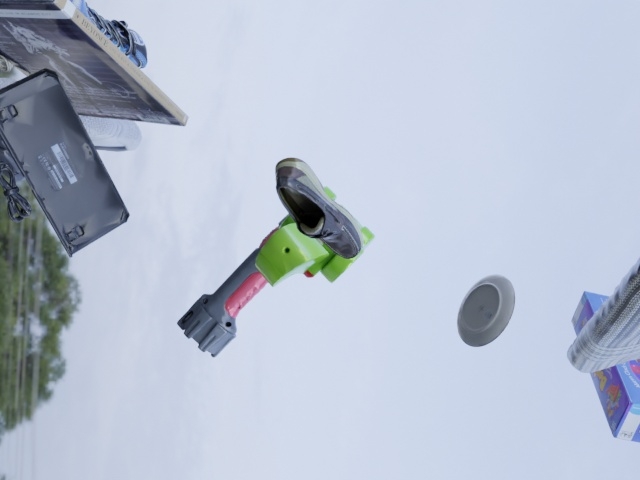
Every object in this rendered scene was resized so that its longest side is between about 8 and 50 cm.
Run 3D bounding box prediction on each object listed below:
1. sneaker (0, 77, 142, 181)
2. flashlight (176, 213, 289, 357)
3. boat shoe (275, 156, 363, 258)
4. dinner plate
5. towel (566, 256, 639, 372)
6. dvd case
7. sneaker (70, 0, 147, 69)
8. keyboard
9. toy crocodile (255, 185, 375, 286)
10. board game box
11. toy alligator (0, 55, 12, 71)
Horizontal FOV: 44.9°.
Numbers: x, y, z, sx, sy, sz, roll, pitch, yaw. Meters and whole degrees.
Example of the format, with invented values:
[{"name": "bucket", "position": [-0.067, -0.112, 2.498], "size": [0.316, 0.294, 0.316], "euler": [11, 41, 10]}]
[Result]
[{"name": "sneaker", "position": [-0.444, -0.170, 1.286], "size": [0.153, 0.269, 0.101], "euler": [-53, -143, 39]}, {"name": "flashlight", "position": [-0.114, 0.080, 1.404], "size": [0.304, 0.103, 0.103], "euler": [-48, -141, 0]}, {"name": "boat shoe", "position": [-0.006, -0.025, 0.872], "size": [0.056, 0.152, 0.049], "euler": [-19, -143, 35]}, {"name": "dinner plate", "position": [0.293, 0.124, 1.397], "size": [0.141, 0.017, 0.141], "euler": [-39, -143, 38]}, {"name": "towel", "position": [0.363, 0.017, 0.544], "size": [0.312, 0.324, 0.056], "euler": [85, -9, -64]}, {"name": "dvd case", "position": [-0.260, -0.185, 0.801], "size": [0.165, 0.221, 0.018], "euler": [10, -107, 27]}, {"name": "sneaker", "position": [-0.371, -0.338, 1.277], "size": [0.330, 0.147, 0.129], "euler": [103, -32, -73]}, {"name": "keyboard", "position": [-0.276, -0.070, 0.780], "size": [0.023, 0.108, 0.180], "euler": [16, -45, 51]}, {"name": "toy crocodile", "position": [0.000, 0.000, 1.150], "size": [0.105, 0.115, 0.340], "euler": [-45, 178, 15]}, {"name": "board game box", "position": [0.612, 0.234, 1.399], "size": [0.347, 0.233, 0.078], "euler": [-78, -179, -62]}, {"name": "toy alligator", "position": [-0.557, -0.289, 1.154], "size": [0.051, 0.190, 0.056], "euler": [-59, 172, -53]}]
